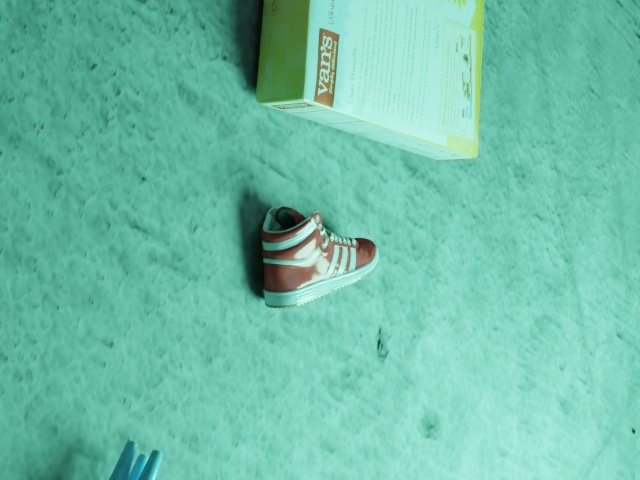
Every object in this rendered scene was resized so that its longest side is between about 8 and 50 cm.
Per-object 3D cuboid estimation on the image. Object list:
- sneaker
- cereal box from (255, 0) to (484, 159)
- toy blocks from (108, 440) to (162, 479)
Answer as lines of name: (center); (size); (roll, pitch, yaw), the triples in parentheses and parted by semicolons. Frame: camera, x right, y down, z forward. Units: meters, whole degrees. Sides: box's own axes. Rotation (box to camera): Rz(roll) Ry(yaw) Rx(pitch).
sneaker: (0.000, 0.000, 1.178); (0.118, 0.042, 0.067); (-26, 114, -50)
cereal box: (0.044, -0.163, 1.239); (0.240, 0.047, 0.173); (14, 78, -53)
toy blocks: (-0.112, 0.209, 1.007); (0.123, 0.054, 0.148); (48, 52, -42)
